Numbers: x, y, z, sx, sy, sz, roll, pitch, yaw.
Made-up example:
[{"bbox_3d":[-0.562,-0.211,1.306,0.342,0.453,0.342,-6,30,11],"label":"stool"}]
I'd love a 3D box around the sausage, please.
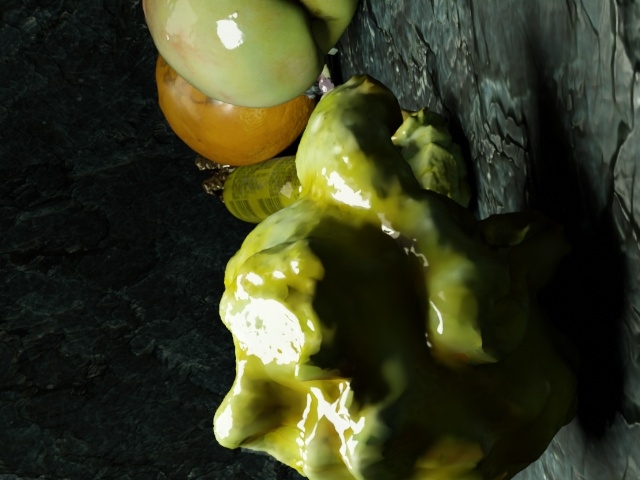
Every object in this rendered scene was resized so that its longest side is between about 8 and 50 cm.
[{"bbox_3d":[-0.074,-0.093,2.176,0.347,0.123,0.123,1,101,57],"label":"sausage"}]

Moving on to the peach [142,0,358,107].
[{"bbox_3d":[-0.099,-0.326,1.573,0.247,0.292,0.292,18,-121,-66],"label":"peach"}]

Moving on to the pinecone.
[{"bbox_3d":[-0.142,-0.166,2.591,0.257,0.243,0.243,55,-176,-23],"label":"pinecone"}]

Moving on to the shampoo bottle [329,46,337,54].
[{"bbox_3d":[-0.016,-0.358,1.854,0.056,0.056,0.195,89,156,-53],"label":"shampoo bottle"}]

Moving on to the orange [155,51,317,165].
[{"bbox_3d":[-0.150,-0.288,2.145,0.312,0.312,0.312,171,90,-84],"label":"orange"}]

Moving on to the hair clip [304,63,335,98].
[{"bbox_3d":[-0.008,-0.254,1.886,0.146,0.056,0.187,61,168,-12],"label":"hair clip"}]

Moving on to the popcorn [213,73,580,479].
[{"bbox_3d":[0.040,0.072,0.911,0.290,0.326,0.321,-62,-37,-31],"label":"popcorn"}]

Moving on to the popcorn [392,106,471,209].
[{"bbox_3d":[0.081,-0.049,1.154,0.135,0.141,0.162,45,-153,-12],"label":"popcorn"}]
